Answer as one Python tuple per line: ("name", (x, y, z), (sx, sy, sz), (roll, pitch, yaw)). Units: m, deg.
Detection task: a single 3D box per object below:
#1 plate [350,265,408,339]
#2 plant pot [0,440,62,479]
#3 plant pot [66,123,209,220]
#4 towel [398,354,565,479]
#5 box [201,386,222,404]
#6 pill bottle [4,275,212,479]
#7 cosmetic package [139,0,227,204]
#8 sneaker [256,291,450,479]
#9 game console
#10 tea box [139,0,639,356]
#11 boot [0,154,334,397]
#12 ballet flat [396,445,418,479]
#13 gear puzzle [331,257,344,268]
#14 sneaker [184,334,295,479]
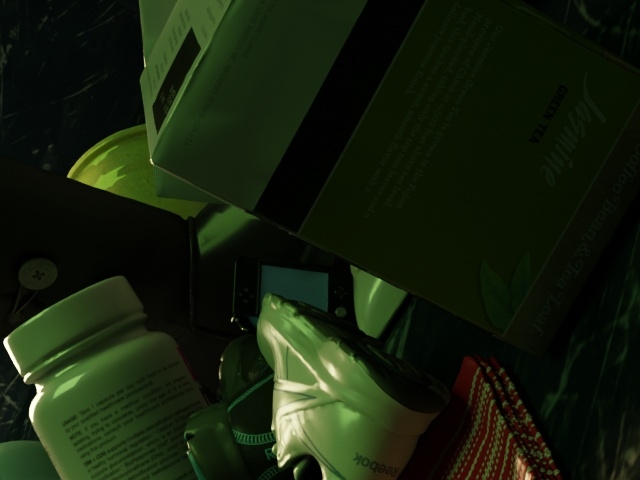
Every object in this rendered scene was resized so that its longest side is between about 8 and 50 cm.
("plate", (0.094, -0.069, 1.797), (0.277, 0.045, 0.278), (-60, 13, 21))
("plant pot", (-0.333, 0.358, 2.079), (0.293, 0.293, 0.235), (-61, 15, 13))
("plant pot", (-0.182, 0.040, 2.264), (0.276, 0.276, 0.254), (-56, 26, 30))
("towel", (0.095, 0.207, 1.299), (0.199, 0.031, 0.275), (-62, 13, 12))
("box", (-0.115, 0.185, 2.038), (0.062, 0.083, 0.052), (-54, 17, 37))
("pill bottle", (-0.179, 0.188, 1.780), (0.160, 0.283, 0.160), (-29, -4, -2))
("cosmetic package", (-0.072, -0.256, 1.767), (0.377, 0.097, 0.284), (-69, -20, -51))
("sneaker", (-0.002, 0.126, 1.481), (0.129, 0.111, 0.297), (-66, 18, 4))
("game console", (-0.020, 0.059, 1.797), (0.071, 0.122, 0.107), (123, 152, -61))
("tea box", (0.053, -0.113, 1.416), (0.220, 0.323, 0.329), (-60, 14, 10))
("boot", (-0.215, -0.036, 1.878), (0.146, 0.445, 0.367), (-102, 34, -61))
("ballet flat", (0.011, 0.213, 1.529), (0.213, 0.068, 0.072), (-45, 22, 54))
("gear puzzle", (0.000, 0.000, 2.029), (0.339, 0.044, 0.175), (-106, 38, -65))
("sneaker", (-0.023, 0.159, 1.724), (0.139, 0.125, 0.341), (-20, 12, 10))
